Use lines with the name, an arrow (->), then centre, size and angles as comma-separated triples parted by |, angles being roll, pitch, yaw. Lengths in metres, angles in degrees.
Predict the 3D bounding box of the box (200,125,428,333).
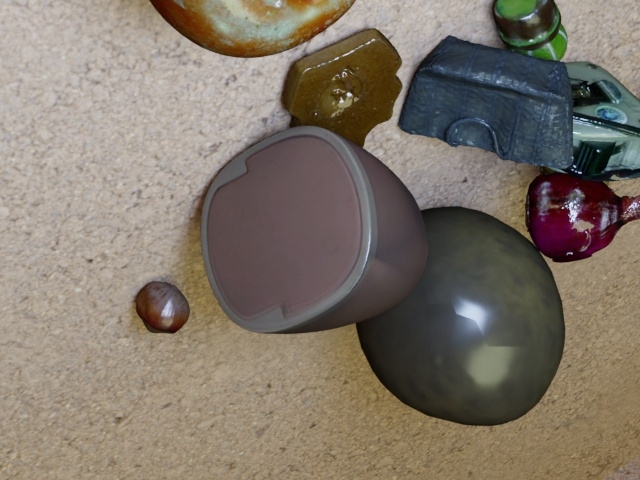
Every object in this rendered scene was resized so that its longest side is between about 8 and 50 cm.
box -> 0.000, 0.000, 1.583 | 0.301, 0.301, 0.216 | -45, 150, 18

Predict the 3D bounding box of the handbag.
handbag -> 0.252, -0.196, 1.606 | 0.270, 0.088, 0.175 | 16, 137, 12

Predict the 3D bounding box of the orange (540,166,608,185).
orange -> 0.433, -0.116, 1.869 | 0.156, 0.134, 0.156 | -30, 124, -59

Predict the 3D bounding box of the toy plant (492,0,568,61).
toy plant -> 0.313, -0.309, 1.605 | 0.093, 0.092, 0.162 | -37, 147, 7

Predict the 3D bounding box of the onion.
onion -> 0.420, -0.030, 1.719 | 0.198, 0.135, 0.173 | 4, 169, 24

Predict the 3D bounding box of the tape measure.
tape measure -> 0.411, -0.183, 1.693 | 0.207, 0.235, 0.115 | -11, 136, -25

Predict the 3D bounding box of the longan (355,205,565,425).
longan -> 0.228, 0.126, 1.808 | 0.336, 0.404, 0.404 | -30, 143, -1

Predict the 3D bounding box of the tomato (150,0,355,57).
tomato -> -0.081, -0.341, 1.185 | 0.270, 0.223, 0.270 | -13, 119, -25

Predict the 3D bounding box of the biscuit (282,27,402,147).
biscuit -> 0.036, -0.206, 1.573 | 0.182, 0.034, 0.215 | -25, 145, -8

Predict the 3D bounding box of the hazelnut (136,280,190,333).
hazelnut -> -0.246, 0.105, 1.697 | 0.086, 0.086, 0.086 | -19, 141, -16
